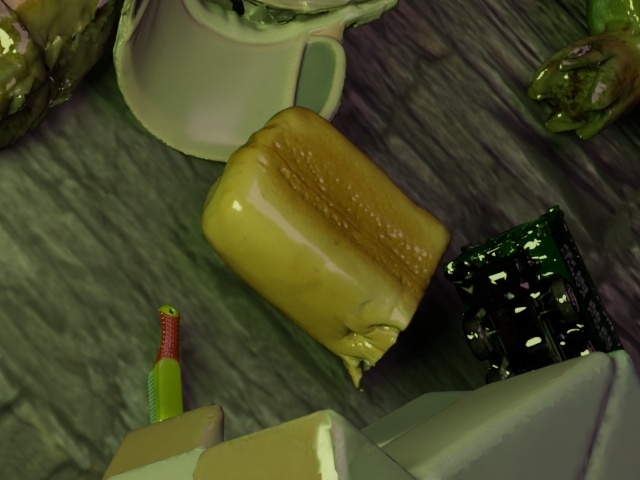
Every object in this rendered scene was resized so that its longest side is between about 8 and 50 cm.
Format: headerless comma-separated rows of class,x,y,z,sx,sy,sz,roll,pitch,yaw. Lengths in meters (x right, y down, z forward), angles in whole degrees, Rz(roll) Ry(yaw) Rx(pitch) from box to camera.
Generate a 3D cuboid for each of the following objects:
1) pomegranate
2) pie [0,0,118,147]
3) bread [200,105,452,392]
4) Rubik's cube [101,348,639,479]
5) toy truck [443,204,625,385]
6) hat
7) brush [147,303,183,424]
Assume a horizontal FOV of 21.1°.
pomegranate,0.309,-0.179,1.486,0.302,0.236,0.236,-37,87,-19
pie,-0.271,-0.194,1.067,0.339,0.077,0.339,17,56,-27
bread,-0.001,0.000,1.149,0.173,0.085,0.134,43,46,-11
Rubik's cube,0.030,0.252,0.799,0.368,0.358,0.387,-23,88,-44
toy truck,0.174,0.116,1.171,0.259,0.088,0.121,66,16,-3
hat,-0.073,-0.170,1.225,0.219,0.164,0.226,39,80,-32
brush,-0.096,0.078,1.055,0.018,0.021,0.083,15,57,-31
